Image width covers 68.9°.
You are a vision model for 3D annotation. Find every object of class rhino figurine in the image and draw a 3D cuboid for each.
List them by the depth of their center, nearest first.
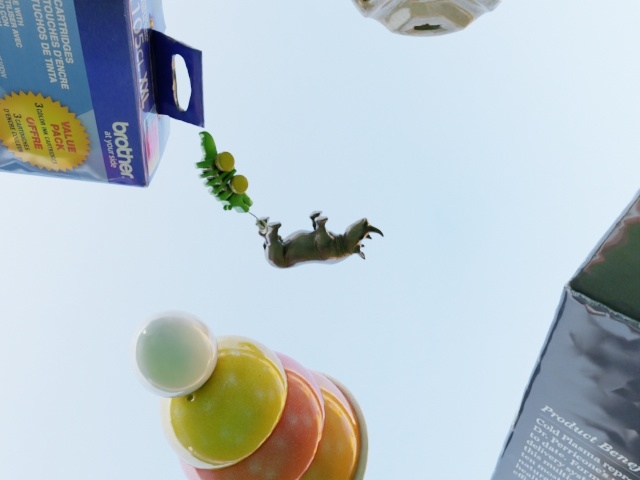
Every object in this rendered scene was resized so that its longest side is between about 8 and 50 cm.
[{"bbox_3d":[0.000,0.000,0.896,0.243,0.073,0.107,-5,-69,4],"label":"rhino figurine"}]

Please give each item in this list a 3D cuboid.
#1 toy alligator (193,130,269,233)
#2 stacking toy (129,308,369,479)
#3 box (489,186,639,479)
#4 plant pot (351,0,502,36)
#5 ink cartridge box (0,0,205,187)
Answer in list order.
[{"bbox_3d":[-0.139,-0.072,0.700,0.051,0.056,0.190,-48,-57,-32],"label":"toy alligator"},{"bbox_3d":[-0.142,0.266,0.769,0.350,0.350,0.480,-42,-49,-19],"label":"stacking toy"},{"bbox_3d":[0.464,0.159,0.559,0.479,0.297,0.472,-35,-40,-33],"label":"box"},{"bbox_3d":[0.159,-0.482,0.655,0.333,0.333,0.306,12,-102,-20],"label":"plant pot"},{"bbox_3d":[-0.333,-0.219,0.550,0.395,0.270,0.151,4,-137,-8],"label":"ink cartridge box"}]
